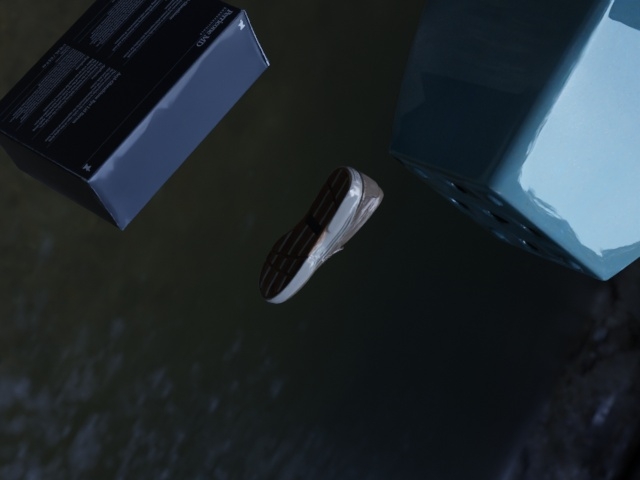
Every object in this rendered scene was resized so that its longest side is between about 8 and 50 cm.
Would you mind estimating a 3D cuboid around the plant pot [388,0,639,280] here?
[{"bbox_3d":[0.159,-0.109,0.790,0.165,0.165,0.234,35,84,-34],"label":"plant pot"}]

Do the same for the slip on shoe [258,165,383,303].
[{"bbox_3d":[0.000,0.000,1.158,0.041,0.051,0.135,21,111,-37],"label":"slip on shoe"}]

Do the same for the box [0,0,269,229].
[{"bbox_3d":[-0.214,-0.166,1.582,0.261,0.184,0.103,-50,143,-17],"label":"box"}]
